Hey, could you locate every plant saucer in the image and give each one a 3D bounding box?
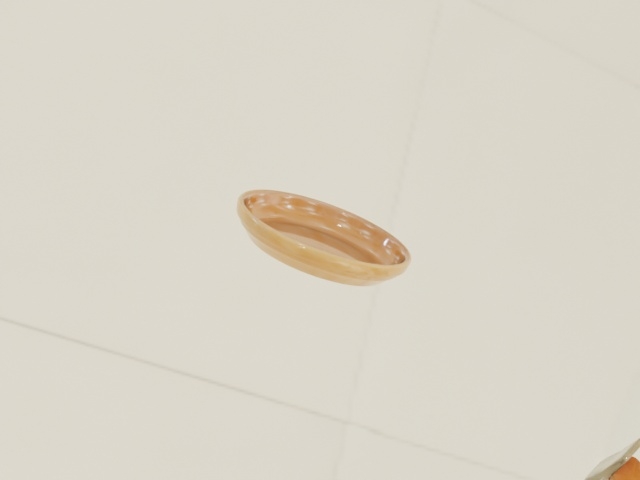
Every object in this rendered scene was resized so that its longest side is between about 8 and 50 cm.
[{"bbox_3d":[0.000,0.000,1.604,0.200,0.200,0.037,10,108,-33],"label":"plant saucer"}]

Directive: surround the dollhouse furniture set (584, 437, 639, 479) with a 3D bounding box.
[{"bbox_3d":[0.367,0.376,1.591,0.262,0.135,0.259,47,57,8],"label":"dollhouse furniture set"}]
